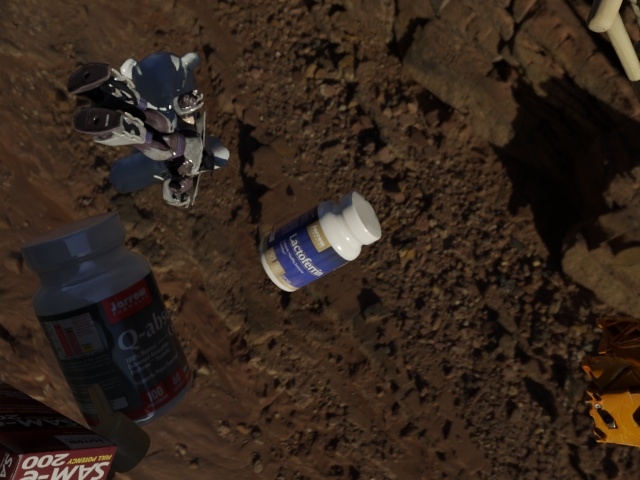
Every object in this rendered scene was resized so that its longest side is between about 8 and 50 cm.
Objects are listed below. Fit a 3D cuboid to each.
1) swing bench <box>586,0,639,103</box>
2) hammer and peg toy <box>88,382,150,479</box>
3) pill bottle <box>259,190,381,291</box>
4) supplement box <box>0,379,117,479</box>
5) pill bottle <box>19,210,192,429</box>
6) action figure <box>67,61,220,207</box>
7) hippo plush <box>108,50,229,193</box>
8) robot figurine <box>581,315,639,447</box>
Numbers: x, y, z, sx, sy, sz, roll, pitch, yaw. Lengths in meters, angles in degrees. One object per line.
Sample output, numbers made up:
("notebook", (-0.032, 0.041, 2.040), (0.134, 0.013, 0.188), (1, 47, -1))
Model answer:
("swing bench", (0.339, -0.258, 0.453), (0.253, 0.165, 0.254), (15, 78, -51))
("hammer and peg toy", (-0.373, 0.372, 0.765), (0.361, 0.266, 0.127), (-42, 109, -6))
("pill bottle", (0.000, 0.000, 1.283), (0.153, 0.265, 0.153), (45, 27, -31))
("supplement box", (-0.364, 0.219, 0.610), (0.239, 0.130, 0.073), (15, 81, 27))
("pill bottle", (-0.390, 0.146, 1.005), (0.210, 0.210, 0.362), (-27, 109, -31))
("action figure", (-0.233, -0.149, 0.814), (0.285, 0.099, 0.185), (25, 58, -65))
("hippo plush", (-0.317, -0.231, 1.058), (0.234, 0.294, 0.236), (-16, 100, -4))
("robot figurine", (0.366, 0.095, 0.414), (0.211, 0.291, 0.085), (-23, 97, -56))
